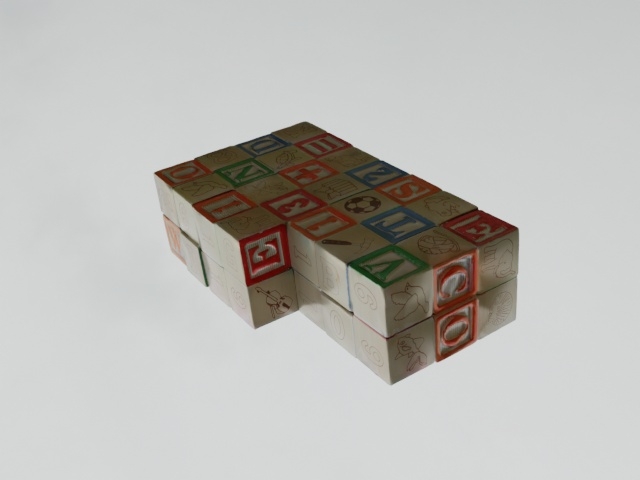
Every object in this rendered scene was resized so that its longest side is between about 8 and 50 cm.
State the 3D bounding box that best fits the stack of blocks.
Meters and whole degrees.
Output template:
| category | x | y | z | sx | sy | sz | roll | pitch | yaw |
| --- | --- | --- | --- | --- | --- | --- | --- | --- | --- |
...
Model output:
| category | x | y | z | sx | sy | sz | roll | pitch | yaw |
| --- | --- | --- | --- | --- | --- | --- | --- | --- | --- |
| stack of blocks | 0.000 | 0.000 | 0.673 | 0.171 | 0.087 | 0.297 | -23 | -146 | -26 |
